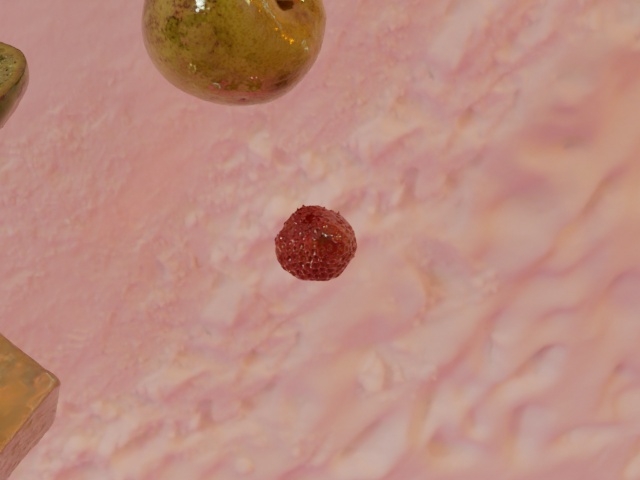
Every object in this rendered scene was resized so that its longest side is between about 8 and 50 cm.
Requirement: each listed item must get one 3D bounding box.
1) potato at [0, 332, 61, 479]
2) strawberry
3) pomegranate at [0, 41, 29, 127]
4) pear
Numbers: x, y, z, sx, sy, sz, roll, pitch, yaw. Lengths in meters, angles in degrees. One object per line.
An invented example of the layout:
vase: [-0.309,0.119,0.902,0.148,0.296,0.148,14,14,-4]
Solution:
potato: [-0.175,0.083,0.350,0.061,0.086,0.122,-48,179,-30]
strawberry: [0.000,0.000,0.604,0.073,0.073,0.083,-8,167,-18]
pomegranate: [-0.369,-0.156,0.651,0.169,0.143,0.122,25,149,-32]
pear: [-0.099,-0.240,0.763,0.197,0.197,0.197,-11,125,-16]
